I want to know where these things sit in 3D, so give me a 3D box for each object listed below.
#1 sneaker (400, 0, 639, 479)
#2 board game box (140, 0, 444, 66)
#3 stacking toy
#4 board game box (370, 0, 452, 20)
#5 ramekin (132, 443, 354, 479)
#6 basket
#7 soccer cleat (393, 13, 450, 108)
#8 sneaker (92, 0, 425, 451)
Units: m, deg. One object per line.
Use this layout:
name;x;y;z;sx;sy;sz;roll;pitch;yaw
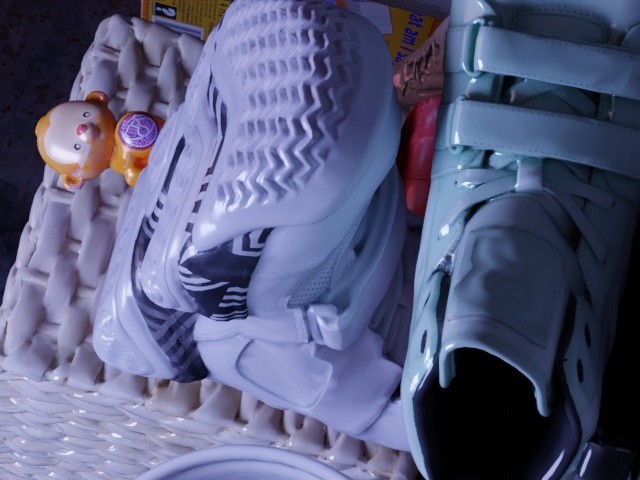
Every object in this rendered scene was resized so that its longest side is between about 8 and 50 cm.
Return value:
sneaker;0.083;-0.024;0.545;0.151;0.094;0.255;-66;-18;-67
board game box;-0.001;-0.414;1.867;0.356;0.356;0.356;107;177;-66
stacking toy;-0.035;-0.038;0.993;0.166;0.302;0.175;112;172;-78
board game box;0.111;-0.352;1.389;0.142;0.144;0.275;108;175;-57
ramekin;-0.038;0.220;0.849;0.109;0.207;0.207;75;-152;-75
basket;-0.070;0.050;1.196;0.266;0.328;0.331;115;170;-58
soccer cleat;0.095;-0.142;1.353;0.196;0.076;0.068;109;175;-65
sneaker;0.020;0.006;0.737;0.366;0.210;0.137;137;148;-68
